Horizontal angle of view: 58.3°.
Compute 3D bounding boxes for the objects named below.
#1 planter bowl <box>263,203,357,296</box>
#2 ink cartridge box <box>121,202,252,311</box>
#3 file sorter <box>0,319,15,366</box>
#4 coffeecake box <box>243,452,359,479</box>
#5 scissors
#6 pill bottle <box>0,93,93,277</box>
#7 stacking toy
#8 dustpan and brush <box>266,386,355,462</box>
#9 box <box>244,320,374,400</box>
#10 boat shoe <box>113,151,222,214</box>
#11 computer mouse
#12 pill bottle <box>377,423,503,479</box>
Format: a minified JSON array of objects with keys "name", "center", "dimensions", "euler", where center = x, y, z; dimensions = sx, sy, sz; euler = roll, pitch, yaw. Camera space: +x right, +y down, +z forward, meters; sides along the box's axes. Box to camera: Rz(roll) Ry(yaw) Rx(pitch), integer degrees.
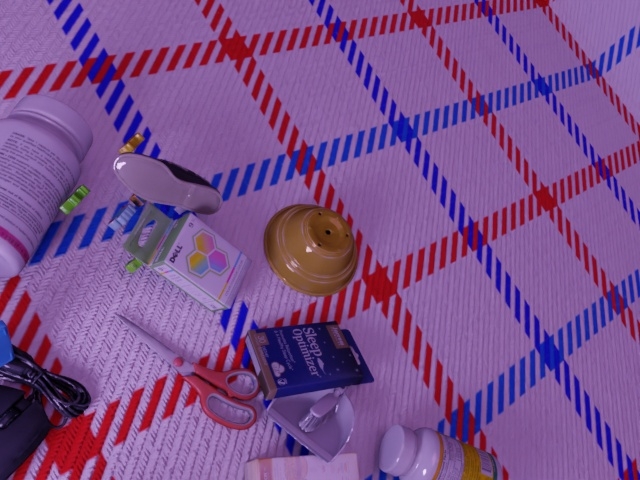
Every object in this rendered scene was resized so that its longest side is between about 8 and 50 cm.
[{"name":"planter bowl","center":[0.000,0.000,1.184],"dimensions":[0.217,0.090,0.217],"euler":[12,60,-22]},{"name":"ink cartridge box","center":[-0.232,0.026,1.025],"dimensions":[0.209,0.062,0.108],"euler":[42,52,-28]},{"name":"file sorter","center":[-0.523,0.149,0.763],"dimensions":[0.104,0.118,0.170],"euler":[45,53,12]},{"name":"coffeecake box","center":[-0.027,0.434,0.952],"dimensions":[0.186,0.068,0.142],"euler":[6,62,-24]},{"name":"scissors","center":[-0.235,0.228,0.984],"dimensions":[0.297,0.021,0.108],"euler":[28,57,-13]},{"name":"pill bottle","center":[-0.498,-0.095,0.936],"dimensions":[0.161,0.160,0.282],"euler":[25,56,-13]},{"name":"stacking toy","center":[-0.336,-0.070,1.033],"dimensions":[0.167,0.052,0.221],"euler":[49,49,-23]},{"name":"dustpan and brush","center":[0.018,0.293,1.048],"dimensions":[0.147,0.060,0.211],"euler":[33,23,19]},{"name":"box","center":[-0.015,0.216,1.067],"dimensions":[0.226,0.036,0.136],"euler":[-1,42,-29]},{"name":"boat shoe","center":[-0.277,-0.107,1.039],"dimensions":[0.206,0.075,0.065],"euler":[23,20,-33]},{"name":"computer mouse","center":[-0.476,0.278,0.804],"dimensions":[0.189,0.072,0.272],"euler":[35,54,-7]},{"name":"pill bottle","center":[0.217,0.416,1.056],"dimensions":[0.209,0.117,0.117],"euler":[26,56,-13]}]
